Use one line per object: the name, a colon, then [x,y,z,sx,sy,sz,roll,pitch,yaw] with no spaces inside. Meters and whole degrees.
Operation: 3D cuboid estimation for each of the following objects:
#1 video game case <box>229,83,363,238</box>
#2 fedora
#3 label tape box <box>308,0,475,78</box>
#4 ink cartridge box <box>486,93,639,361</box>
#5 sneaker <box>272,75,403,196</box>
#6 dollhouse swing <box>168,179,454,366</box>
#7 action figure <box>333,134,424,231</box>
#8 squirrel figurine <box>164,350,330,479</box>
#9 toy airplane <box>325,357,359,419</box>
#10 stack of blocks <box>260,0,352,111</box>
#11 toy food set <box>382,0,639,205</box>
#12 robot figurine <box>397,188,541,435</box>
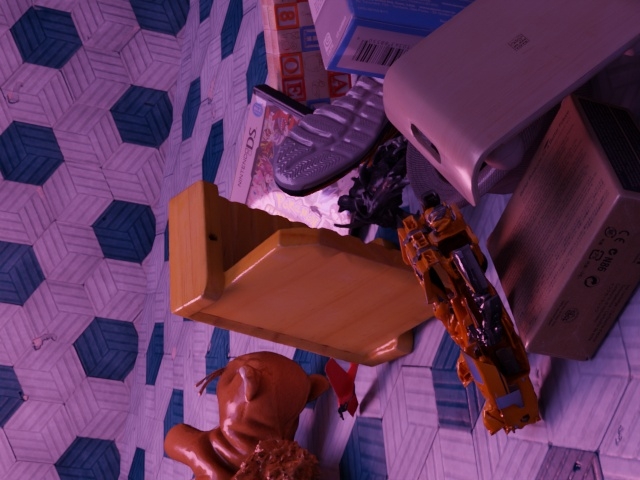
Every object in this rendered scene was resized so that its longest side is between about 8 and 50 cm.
video game case: [-0.034,-0.100,2.287,0.275,0.035,0.248,32,122,31]
fedora: [0.236,-0.147,1.658,0.275,0.124,0.244,-59,29,22]
label tape box: [0.109,-0.380,1.921,0.115,0.249,0.348,117,150,-43]
ink cartridge box: [0.289,-0.014,1.503,0.193,0.088,0.235,-101,27,-49]
sneaker: [0.062,-0.131,2.009,0.124,0.321,0.180,32,149,31]
dollhouse swing: [0.000,0.000,1.947,0.305,0.347,0.315,-50,34,39]
action figure: [0.129,-0.091,1.866,0.164,0.141,0.276,-29,24,54]
squirrel figurine: [-0.098,0.388,2.236,0.397,0.281,0.370,35,103,54]
toy airplane: [0.047,0.211,2.095,0.151,0.028,0.151,-2,-90,-70]
stack of blocks: [-0.002,-0.316,2.349,0.087,0.171,0.297,-151,54,-71]
toy food set: [0.236,-0.190,1.490,0.306,0.092,0.220,-37,40,0]
robot figurine: [0.173,0.082,1.574,0.291,0.085,0.211,64,-179,-31]
